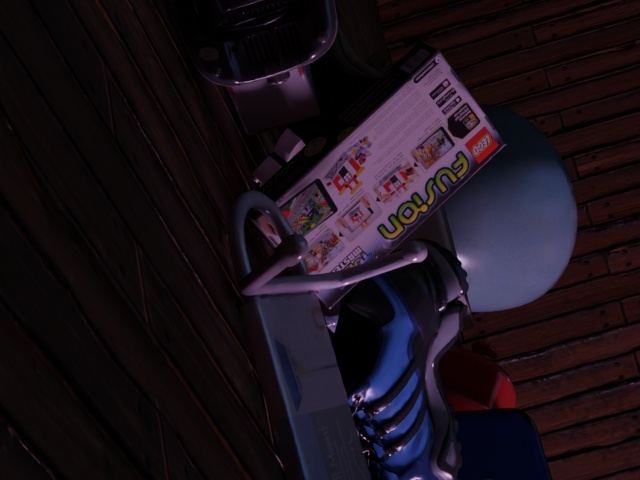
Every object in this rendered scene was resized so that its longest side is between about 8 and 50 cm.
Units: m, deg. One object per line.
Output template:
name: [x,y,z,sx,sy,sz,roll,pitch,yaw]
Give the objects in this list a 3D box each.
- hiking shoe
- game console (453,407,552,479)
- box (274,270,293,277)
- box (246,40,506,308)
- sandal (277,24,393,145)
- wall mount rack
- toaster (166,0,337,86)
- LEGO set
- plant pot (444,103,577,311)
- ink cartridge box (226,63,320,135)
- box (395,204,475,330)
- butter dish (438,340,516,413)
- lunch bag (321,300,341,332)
hiking shoe: [0.052,0.148,1.802,0.113,0.132,0.304,24,-63,56]
game console: [0.185,0.301,2.171,0.250,0.173,0.293,-78,152,-76]
box: [-0.014,0.093,1.624,0.137,0.027,0.094,-91,164,-67]
box: [0.045,-0.054,1.612,0.114,0.207,0.036,51,-7,-30]
sandal: [0.037,-0.119,1.784,0.303,0.086,0.120,51,-56,53]
wall mount rack: [0.018,0.114,1.426,0.304,0.130,0.350,-3,75,-67]
toaster: [-0.068,-0.239,1.563,0.146,0.129,0.227,-95,166,-77]
LEGO set: [0.000,0.000,1.787,0.087,0.093,0.227,41,-5,29]
plant pot: [0.174,-0.029,2.652,0.195,0.290,0.290,-16,90,-47]
ink cartridge box: [-0.061,-0.206,1.758,0.127,0.072,0.175,66,10,-50]
box: [0.093,-0.037,2.434,0.148,0.121,0.311,61,15,-64]
butter dish: [0.181,0.179,2.407,0.118,0.160,0.160,-60,153,-20]
lunch bag: [0.039,0.063,1.958,0.083,0.071,0.053,-82,149,-78]
